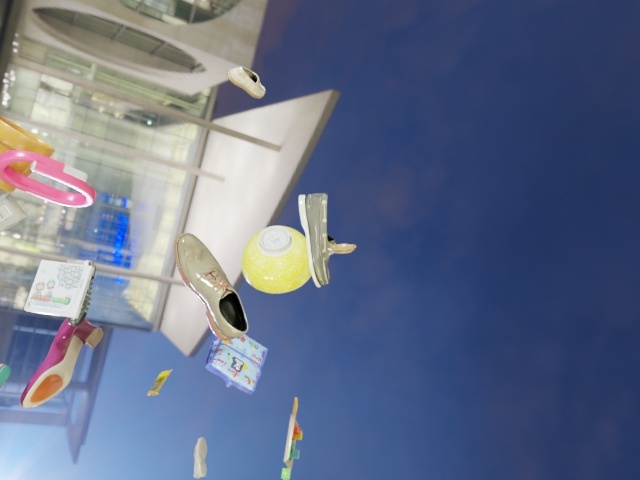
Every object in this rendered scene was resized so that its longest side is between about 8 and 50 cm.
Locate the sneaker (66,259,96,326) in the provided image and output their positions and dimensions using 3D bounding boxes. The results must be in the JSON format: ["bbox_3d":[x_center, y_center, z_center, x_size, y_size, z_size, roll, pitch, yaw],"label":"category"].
[{"bbox_3d":[-0.849,0.172,1.998,0.086,0.132,0.229,92,5,-74],"label":"sneaker"}]

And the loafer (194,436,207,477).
[{"bbox_3d":[-0.394,0.702,1.911,0.039,0.045,0.125,-25,-129,21],"label":"loafer"}]

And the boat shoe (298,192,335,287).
[{"bbox_3d":[0.000,0.002,1.834,0.109,0.091,0.305,-88,168,-71],"label":"boat shoe"}]

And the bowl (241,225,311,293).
[{"bbox_3d":[-0.164,0.038,2.226,0.156,0.289,0.290,87,-8,-49],"label":"bowl"}]

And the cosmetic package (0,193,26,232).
[{"bbox_3d":[-1.124,-0.094,2.068,0.127,0.107,0.238,-39,-160,-23],"label":"cosmetic package"}]

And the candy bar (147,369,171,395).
[{"bbox_3d":[-0.549,0.483,2.024,0.161,0.040,0.018,-76,153,-72],"label":"candy bar"}]

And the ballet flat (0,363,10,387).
[{"bbox_3d":[-1.087,0.488,1.910,0.222,0.079,0.077,-85,164,-57],"label":"ballet flat"}]

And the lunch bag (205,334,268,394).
[{"bbox_3d":[-0.363,0.518,2.478,0.138,0.221,0.293,-50,-168,20],"label":"lunch bag"}]

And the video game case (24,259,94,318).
[{"bbox_3d":[-0.695,0.128,1.574,0.019,0.157,0.143,64,34,-66],"label":"video game case"}]

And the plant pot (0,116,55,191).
[{"bbox_3d":[-0.989,-0.265,1.876,0.188,0.205,0.205,-57,-151,-2],"label":"plant pot"}]

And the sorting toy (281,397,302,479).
[{"bbox_3d":[-0.102,0.788,2.314,0.196,0.047,0.348,87,10,-59],"label":"sorting toy"}]

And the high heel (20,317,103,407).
[{"bbox_3d":[-0.988,0.443,2.187,0.181,0.127,0.377,14,-135,29],"label":"high heel"}]

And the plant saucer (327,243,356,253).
[{"bbox_3d":[0.062,0.025,1.690,0.083,0.083,0.015,18,-66,61],"label":"plant saucer"}]

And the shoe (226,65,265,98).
[{"bbox_3d":[-0.244,-0.555,2.068,0.058,0.219,0.077,-34,-105,18],"label":"shoe"}]

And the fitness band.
[{"bbox_3d":[-0.825,-0.180,1.791,0.209,0.290,0.054,-17,-123,42],"label":"fitness band"}]

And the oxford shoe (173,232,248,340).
[{"bbox_3d":[-0.305,0.125,1.724,0.130,0.123,0.348,-21,-79,54],"label":"oxford shoe"}]
